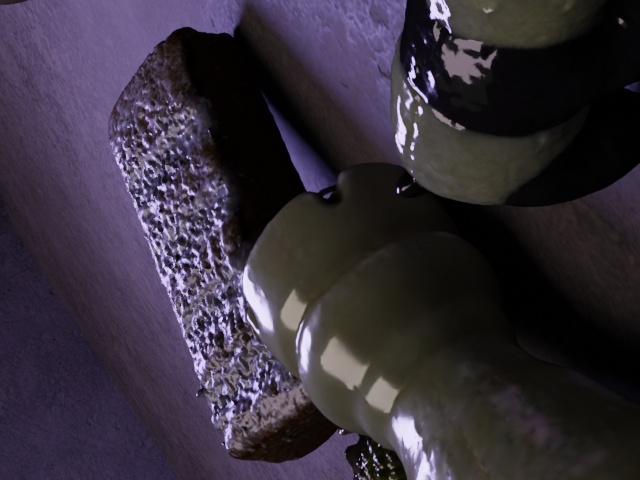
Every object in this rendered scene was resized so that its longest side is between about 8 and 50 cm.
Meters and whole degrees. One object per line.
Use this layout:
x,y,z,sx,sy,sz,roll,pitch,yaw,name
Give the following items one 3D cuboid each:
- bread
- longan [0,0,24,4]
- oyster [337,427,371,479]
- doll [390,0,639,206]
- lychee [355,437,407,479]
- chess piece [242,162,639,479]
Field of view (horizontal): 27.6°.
-0.083,-0.001,1.247,0.165,0.113,0.416,-45,59,39,bread
-0.380,-0.388,1.389,0.243,0.300,0.300,-97,-16,-73,longan
0.113,0.275,1.210,0.275,0.271,0.100,14,155,16,oyster
0.106,-0.111,0.694,0.143,0.135,0.234,50,156,26,doll
0.111,0.197,1.099,0.171,0.171,0.171,52,160,27,lychee
0.111,0.134,0.924,0.442,0.234,0.234,49,159,41,chess piece
